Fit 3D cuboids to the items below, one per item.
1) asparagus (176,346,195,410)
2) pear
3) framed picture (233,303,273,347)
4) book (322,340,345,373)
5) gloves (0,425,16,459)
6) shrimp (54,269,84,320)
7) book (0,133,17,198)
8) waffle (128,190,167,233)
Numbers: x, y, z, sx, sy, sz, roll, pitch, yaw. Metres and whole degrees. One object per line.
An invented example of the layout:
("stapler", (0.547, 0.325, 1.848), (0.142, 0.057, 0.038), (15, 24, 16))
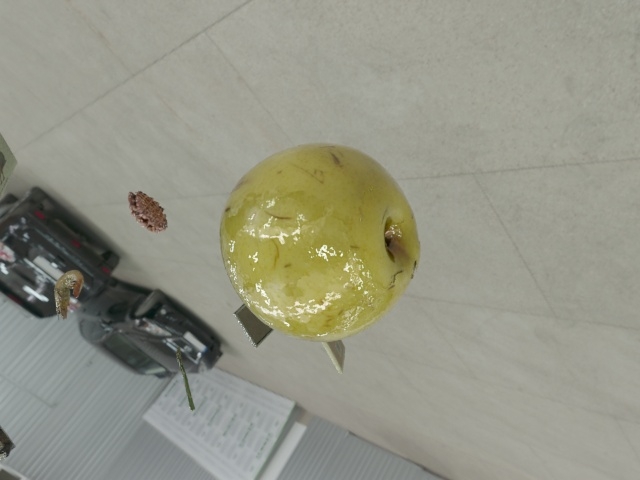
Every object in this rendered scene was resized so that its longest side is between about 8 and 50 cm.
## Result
("asparagus", (-0.344, 0.349, 1.294), (0.016, 0.016, 0.162), (85, 166, -76))
("pear", (0.000, 0.000, 0.874), (0.348, 0.348, 0.348), (29, 155, 15))
("framed picture", (-0.143, 0.182, 1.297), (0.011, 0.149, 0.109), (-9, 115, 45))
("book", (0.022, 0.300, 1.699), (0.241, 0.018, 0.170), (63, -167, -15))
("gloves", (-0.875, 0.522, 1.169), (0.210, 0.312, 0.135), (29, 121, 44))
("shrimp", (-0.706, 0.152, 1.448), (0.045, 0.095, 0.162), (77, 173, -52))
("book", (-0.763, -0.190, 1.067), (0.043, 0.260, 0.371), (3, 147, -2))
("waffle", (-0.294, -0.049, 0.872), (0.075, 0.029, 0.083), (62, -170, 31))
